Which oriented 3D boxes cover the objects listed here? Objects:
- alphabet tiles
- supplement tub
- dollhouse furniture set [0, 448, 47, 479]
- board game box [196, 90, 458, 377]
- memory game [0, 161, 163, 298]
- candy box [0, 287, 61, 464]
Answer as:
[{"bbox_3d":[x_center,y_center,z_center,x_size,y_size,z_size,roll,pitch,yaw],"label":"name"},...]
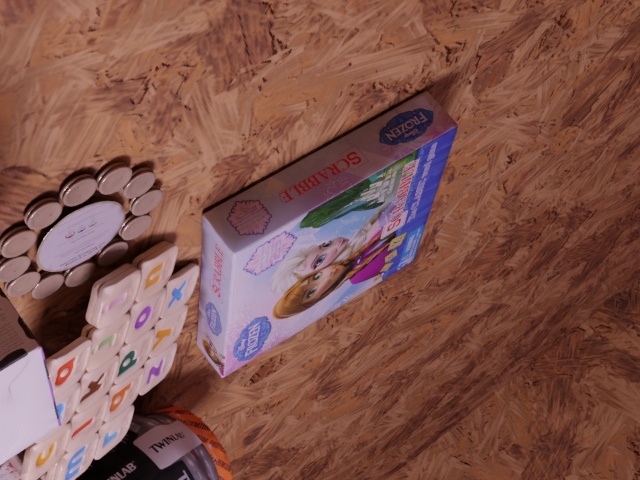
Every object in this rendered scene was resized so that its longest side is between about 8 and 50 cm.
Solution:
[{"bbox_3d":[-0.227,0.136,1.422,0.278,0.021,0.284,-39,153,-55],"label":"alphabet tiles"},{"bbox_3d":[-0.268,0.346,1.629,0.316,0.193,0.194,-35,161,-41],"label":"supplement tub"},{"bbox_3d":[-0.421,0.315,1.311,0.303,0.174,0.355,-35,150,-10],"label":"dollhouse furniture set"},{"bbox_3d":[0.000,0.000,1.585,0.318,0.066,0.319,-30,157,-21],"label":"board game box"},{"bbox_3d":[-0.232,-0.008,1.264,0.186,0.012,0.186,-34,158,-16],"label":"memory game"},{"bbox_3d":[-0.293,0.062,1.049,0.070,0.196,0.165,-32,157,-21],"label":"candy box"}]
